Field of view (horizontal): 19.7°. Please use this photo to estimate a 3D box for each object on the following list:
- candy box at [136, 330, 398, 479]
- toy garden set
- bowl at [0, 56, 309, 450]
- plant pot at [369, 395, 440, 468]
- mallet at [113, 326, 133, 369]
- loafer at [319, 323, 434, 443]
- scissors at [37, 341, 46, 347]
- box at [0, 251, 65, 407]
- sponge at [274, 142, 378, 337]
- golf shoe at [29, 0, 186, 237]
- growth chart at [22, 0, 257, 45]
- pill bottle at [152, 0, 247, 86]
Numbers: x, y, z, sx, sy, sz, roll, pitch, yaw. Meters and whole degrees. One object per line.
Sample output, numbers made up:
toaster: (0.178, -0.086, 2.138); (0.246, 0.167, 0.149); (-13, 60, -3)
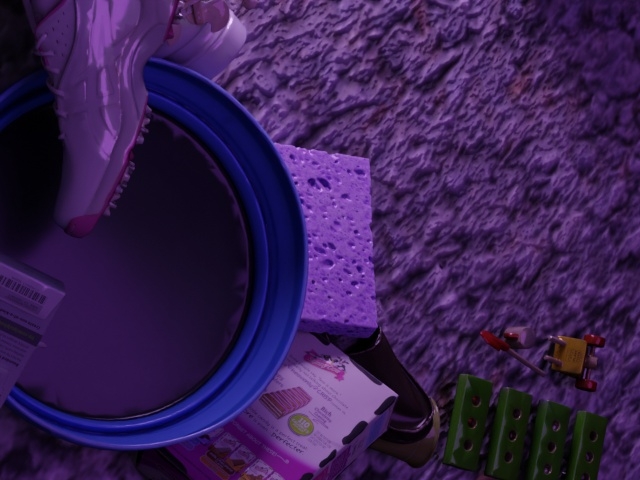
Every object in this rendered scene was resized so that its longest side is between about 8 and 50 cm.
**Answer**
candy box: (-0.055, 0.198, 1.904); (0.159, 0.071, 0.233); (38, 55, 19)
toy garden set: (0.248, 0.194, 2.224); (0.244, 0.049, 0.203); (20, 77, -36)
bowl: (-0.198, 0.013, 1.810); (0.391, 0.077, 0.391); (5, 81, -29)
plant pot: (0.079, 0.210, 2.070); (0.079, 0.083, 0.083); (11, 80, -25)
mallet: (-0.151, 0.106, 1.910); (0.190, 0.039, 0.062); (-10, 92, -43)
loafer: (0.044, 0.134, 2.000); (0.220, 0.078, 0.080); (44, 58, -6)
scissors: (-0.384, 0.022, 1.660); (0.297, 0.021, 0.109); (12, 82, -13)
box: (-0.336, 0.089, 1.649); (0.145, 0.038, 0.186); (27, 100, -18)
sponge: (0.000, 0.000, 1.979); (0.117, 0.031, 0.210); (10, 60, -22)
golf shoe: (-0.217, -0.158, 1.714); (0.140, 0.115, 0.306); (16, 87, -13)
growth chart: (-0.182, -0.264, 1.765); (0.237, 0.021, 0.172); (-15, 115, -14)
pill bottle: (-0.178, -0.258, 1.850); (0.221, 0.124, 0.124); (47, 60, -27)
